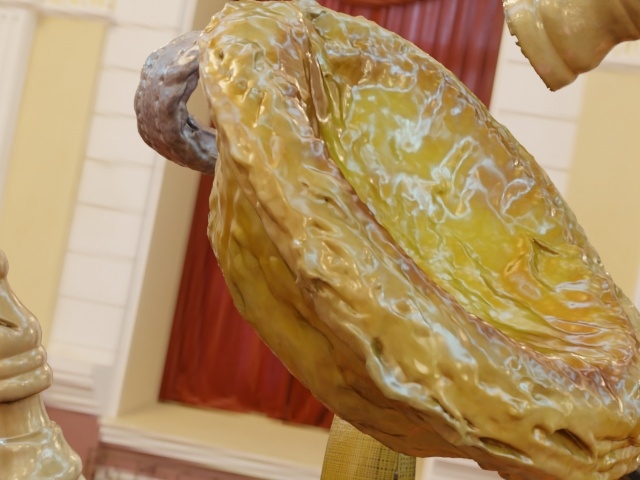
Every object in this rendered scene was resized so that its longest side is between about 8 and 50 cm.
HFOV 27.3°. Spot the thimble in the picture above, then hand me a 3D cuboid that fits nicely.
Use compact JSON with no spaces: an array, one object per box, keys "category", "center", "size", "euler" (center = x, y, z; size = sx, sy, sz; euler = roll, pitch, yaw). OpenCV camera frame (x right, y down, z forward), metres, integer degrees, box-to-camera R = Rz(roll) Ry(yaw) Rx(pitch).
[{"category":"thimble","center":[-0.106,-0.136,1.317],"size":[0.150,0.150,0.098],"euler":[13,6,-33]}]

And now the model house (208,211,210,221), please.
[{"category":"model house","center":[0.000,0.000,1.494],"size":[0.214,0.189,0.195],"euler":[-26,-11,-40]}]

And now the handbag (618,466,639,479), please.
[{"category":"handbag","center":[0.416,0.246,1.365],"size":[0.302,0.275,0.178],"euler":[49,-18,-1]}]

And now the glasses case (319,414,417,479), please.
[{"category":"glasses case","center":[0.032,0.228,1.017],"size":[0.064,0.234,0.079],"euler":[10,-6,-31]}]

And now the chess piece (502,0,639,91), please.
[{"category":"chess piece","center":[0.241,-0.188,0.960],"size":[0.200,0.090,0.090],"euler":[-25,-20,23]}]

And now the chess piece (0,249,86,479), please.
[{"category":"chess piece","center":[-0.350,0.155,1.491],"size":[0.124,0.307,0.139],"euler":[-9,7,21]}]

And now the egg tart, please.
[{"category":"egg tart","center":[0.040,0.013,0.697],"size":[0.319,0.128,0.319],"euler":[35,26,-20]}]
